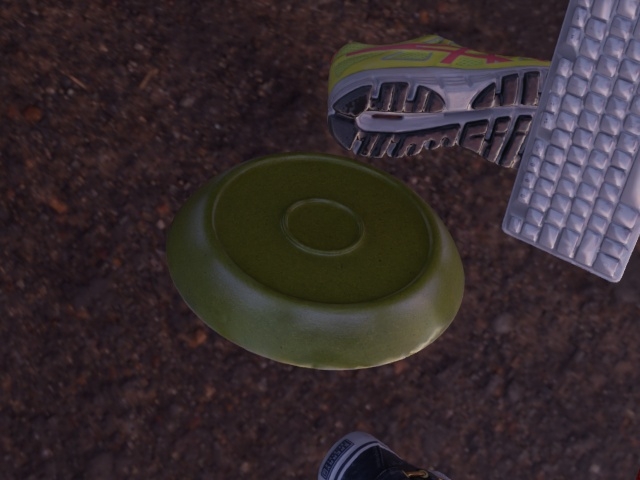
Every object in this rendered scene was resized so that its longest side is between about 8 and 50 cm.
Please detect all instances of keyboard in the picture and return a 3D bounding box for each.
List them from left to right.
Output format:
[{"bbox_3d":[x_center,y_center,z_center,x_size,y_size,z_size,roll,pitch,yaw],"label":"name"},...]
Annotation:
[{"bbox_3d":[0.148,-0.085,0.541,0.014,0.072,0.256,-40,151,-40],"label":"keyboard"}]

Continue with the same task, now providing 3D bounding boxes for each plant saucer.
[{"bbox_3d":[0.000,0.000,0.886,0.240,0.241,0.037,-13,137,-26],"label":"plant saucer"}]

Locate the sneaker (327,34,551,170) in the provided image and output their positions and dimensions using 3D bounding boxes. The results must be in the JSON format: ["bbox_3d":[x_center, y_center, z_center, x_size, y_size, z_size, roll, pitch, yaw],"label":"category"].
[{"bbox_3d":[0.101,-0.109,0.789,0.208,0.094,0.082,4,129,-17],"label":"sneaker"}]

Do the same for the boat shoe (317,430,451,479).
[{"bbox_3d":[0.070,0.188,0.726,0.065,0.083,0.183,-53,141,-4],"label":"boat shoe"}]

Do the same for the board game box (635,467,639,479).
[{"bbox_3d":[0.202,0.094,0.442,0.146,0.045,0.194,23,85,-19],"label":"board game box"}]
